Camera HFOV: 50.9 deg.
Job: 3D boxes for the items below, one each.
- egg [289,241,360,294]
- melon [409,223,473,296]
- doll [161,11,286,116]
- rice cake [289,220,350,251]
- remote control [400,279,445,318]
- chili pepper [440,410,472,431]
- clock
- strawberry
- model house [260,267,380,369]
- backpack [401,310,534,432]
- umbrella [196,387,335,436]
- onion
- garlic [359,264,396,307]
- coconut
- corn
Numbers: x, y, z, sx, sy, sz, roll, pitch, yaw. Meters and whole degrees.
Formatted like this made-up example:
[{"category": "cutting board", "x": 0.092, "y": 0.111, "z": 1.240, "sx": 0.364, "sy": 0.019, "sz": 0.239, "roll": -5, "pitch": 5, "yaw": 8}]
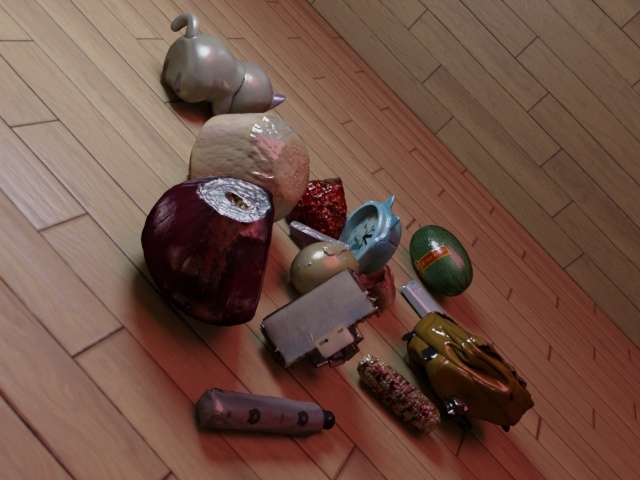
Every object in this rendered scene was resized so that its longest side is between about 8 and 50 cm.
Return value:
[{"category": "egg", "x": 0.009, "y": 0.081, "z": 1.744, "sx": 0.202, "sy": 0.164, "sz": 0.164, "roll": -1, "pitch": 52, "yaw": -46}, {"category": "melon", "x": 0.406, "y": 0.060, "z": 2.300, "sx": 0.182, "sy": 0.182, "sz": 0.287, "roll": 9, "pitch": 44, "yaw": -49}, {"category": "doll", "x": -0.310, "y": -0.482, "z": 2.024, "sx": 0.370, "sy": 0.226, "sz": 0.215, "roll": 32, "pitch": -2, "yaw": -44}, {"category": "rice cake", "x": 0.000, "y": 0.000, "z": 1.863, "sx": 0.207, "sy": 0.047, "sz": 0.036, "roll": 26, "pitch": 56, "yaw": 26}, {"category": "remote control", "x": 0.370, "y": 0.245, "z": 2.137, "sx": 0.293, "sy": 0.051, "sz": 0.103, "roll": 50, "pitch": 28, "yaw": 11}, {"category": "chili pepper", "x": 0.367, "y": 0.480, "z": 1.825, "sx": 0.118, "sy": 0.035, "sz": 0.055, "roll": 32, "pitch": 13, "yaw": -32}, {"category": "clock", "x": 0.134, "y": 0.001, "z": 1.898, "sx": 0.094, "sy": 0.274, "sz": 0.223, "roll": 32, "pitch": 32, "yaw": -26}, {"category": "strawberry", "x": -0.006, "y": -0.088, "z": 1.954, "sx": 0.187, "sy": 0.184, "sz": 0.201, "roll": 17, "pitch": 60, "yaw": -73}, {"category": "model house", "x": 0.014, "y": 0.206, "z": 1.557, "sx": 0.178, "sy": 0.271, "sz": 0.206, "roll": 54, "pitch": -8, "yaw": 19}, {"category": "backpack", "x": 0.402, "y": 0.362, "z": 1.812, "sx": 0.378, "sy": 0.201, "sz": 0.353, "roll": 39, "pitch": 3, "yaw": -11}, {"category": "umbrella", "x": -0.096, "y": 0.345, "z": 1.329, "sx": 0.337, "sy": 0.067, "sz": 0.073, "roll": 20, "pitch": 48, "yaw": -42}, {"category": "onion", "x": -0.235, "y": 0.006, "z": 1.383, "sx": 0.260, "sy": 0.281, "sz": 0.336, "roll": 14, "pitch": 46, "yaw": -14}, {"category": "garlic", "x": 0.179, "y": 0.122, "z": 1.996, "sx": 0.124, "sy": 0.099, "sz": 0.174, "roll": 53, "pitch": 23, "yaw": -18}, {"category": "coconut", "x": -0.198, "y": -0.173, "z": 1.693, "sx": 0.329, "sy": 0.329, "sz": 0.328, "roll": 34, "pitch": 29, "yaw": -22}, {"category": "corn", "x": 0.189, "y": 0.379, "z": 1.667, "sx": 0.253, "sy": 0.086, "sz": 0.086, "roll": 41, "pitch": 27, "yaw": -3}]
